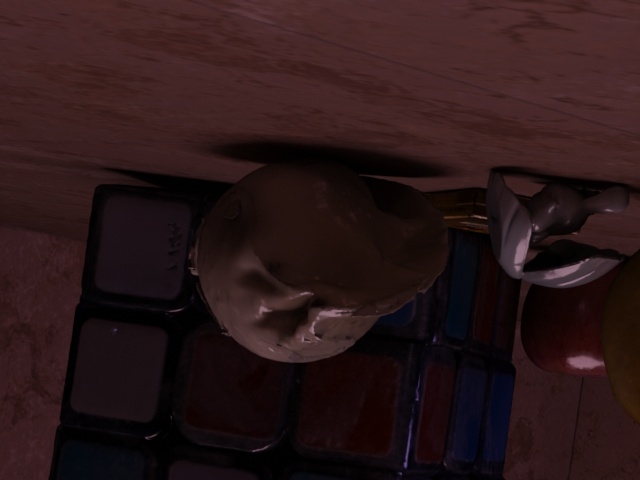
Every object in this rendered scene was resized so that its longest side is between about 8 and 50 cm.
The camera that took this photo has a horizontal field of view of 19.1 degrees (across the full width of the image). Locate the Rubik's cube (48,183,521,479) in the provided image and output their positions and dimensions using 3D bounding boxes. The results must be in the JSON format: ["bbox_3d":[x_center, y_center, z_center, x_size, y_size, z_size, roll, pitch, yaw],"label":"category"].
[{"bbox_3d":[-0.017,0.147,1.806,0.363,0.359,0.362,8,174,19],"label":"Rubik's cube"}]

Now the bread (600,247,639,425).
[{"bbox_3d":[0.345,0.096,1.209,0.300,0.210,0.341,6,179,-22],"label":"bread"}]

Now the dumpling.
[{"bbox_3d":[0.000,0.000,1.347,0.172,0.142,0.247,-23,-155,-22],"label":"dumpling"}]

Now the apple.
[{"bbox_3d":[0.273,0.075,1.875,0.153,0.120,0.153,3,174,0],"label":"apple"}]

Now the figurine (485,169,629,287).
[{"bbox_3d":[0.156,-0.010,1.256,0.086,0.082,0.094,-8,-171,-6],"label":"figurine"}]

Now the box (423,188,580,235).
[{"bbox_3d":[0.133,-0.020,1.458,0.090,0.023,0.133,11,176,-16],"label":"box"}]
